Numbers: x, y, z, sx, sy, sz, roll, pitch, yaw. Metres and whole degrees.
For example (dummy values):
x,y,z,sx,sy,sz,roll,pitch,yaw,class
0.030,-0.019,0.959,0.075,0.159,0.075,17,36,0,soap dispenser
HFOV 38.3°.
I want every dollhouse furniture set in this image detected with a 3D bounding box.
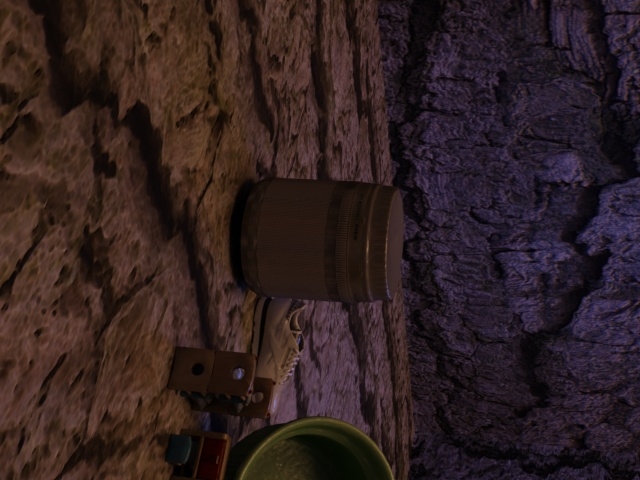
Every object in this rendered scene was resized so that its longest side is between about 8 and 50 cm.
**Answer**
x,y,z,sx,sy,sz,roll,pitch,yaw,class
-0.156,0.273,1.386,0.129,0.128,0.184,67,29,-61,dollhouse furniture set

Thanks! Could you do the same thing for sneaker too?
x,y,z,sx,sy,sz,roll,pitch,yaw,class
-0.081,0.226,1.772,0.090,0.094,0.235,-11,106,-78,sneaker

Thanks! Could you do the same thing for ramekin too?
x,y,z,sx,sy,sz,roll,pitch,yaw,class
-0.037,0.441,1.515,0.148,0.303,0.303,-17,-117,61,ramekin

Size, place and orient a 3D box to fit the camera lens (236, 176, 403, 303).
x,y,z,sx,sy,sz,roll,pitch,yaw,class
0.000,0.000,1.662,0.219,0.274,0.219,4,90,-77,camera lens
